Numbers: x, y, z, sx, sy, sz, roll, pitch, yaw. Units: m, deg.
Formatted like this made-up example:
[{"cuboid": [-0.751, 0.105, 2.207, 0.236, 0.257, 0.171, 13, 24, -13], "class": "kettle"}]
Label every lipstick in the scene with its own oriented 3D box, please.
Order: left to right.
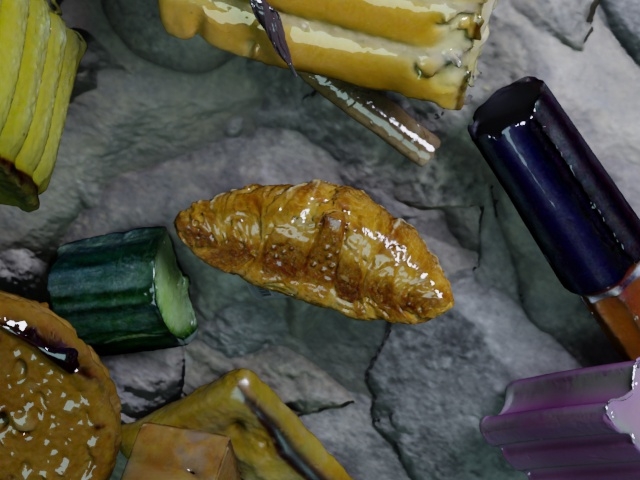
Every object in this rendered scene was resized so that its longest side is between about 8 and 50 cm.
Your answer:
[{"cuboid": [0.245, 0.055, 1.314, 0.077, 0.077, 0.418, -21, 117, 31], "class": "lipstick"}]

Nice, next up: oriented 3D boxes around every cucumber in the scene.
[{"cuboid": [-0.168, 0.054, 1.469, 0.115, 0.062, 0.116, -7, 121, 28], "class": "cucumber"}]

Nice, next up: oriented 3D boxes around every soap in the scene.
[{"cuboid": [0.224, 0.158, 1.346, 0.122, 0.065, 0.203, 44, 157, -11], "class": "soap"}]

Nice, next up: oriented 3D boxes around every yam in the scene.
[{"cuboid": [0.028, -0.109, 1.296, 0.145, 0.032, 0.032, 37, 128, -9], "class": "yam"}]

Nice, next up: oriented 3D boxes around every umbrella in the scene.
[{"cuboid": [-0.042, -0.160, 1.151, 0.022, 0.013, 0.122, -18, 122, 5], "class": "umbrella"}]

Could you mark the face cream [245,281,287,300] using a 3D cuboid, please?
[{"cuboid": [-0.022, 0.029, 1.422, 0.083, 0.021, 0.040, -8, 122, 24], "class": "face cream"}]

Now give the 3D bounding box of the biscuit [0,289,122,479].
[{"cuboid": [-0.317, 0.159, 1.472, 0.296, 0.075, 0.296, -2, 119, -4], "class": "biscuit"}]

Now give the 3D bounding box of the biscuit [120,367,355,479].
[{"cuboid": [-0.081, 0.203, 1.564, 0.183, 0.039, 0.174, -24, 117, 33], "class": "biscuit"}]

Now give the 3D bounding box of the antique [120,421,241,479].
[{"cuboid": [-0.113, 0.293, 1.567, 0.087, 0.093, 0.310, 7, 142, 14], "class": "antique"}]

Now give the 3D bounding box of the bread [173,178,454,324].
[{"cuboid": [0.000, 0.000, 1.357, 0.233, 0.076, 0.105, 15, 128, 8], "class": "bread"}]

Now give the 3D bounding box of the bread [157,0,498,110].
[{"cuboid": [0.021, -0.223, 1.162, 0.246, 0.111, 0.239, 15, 132, 5], "class": "bread"}]

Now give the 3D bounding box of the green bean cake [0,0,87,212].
[{"cuboid": [-0.332, -0.166, 1.239, 0.285, 0.202, 0.310, 13, 169, 6], "class": "green bean cake"}]
